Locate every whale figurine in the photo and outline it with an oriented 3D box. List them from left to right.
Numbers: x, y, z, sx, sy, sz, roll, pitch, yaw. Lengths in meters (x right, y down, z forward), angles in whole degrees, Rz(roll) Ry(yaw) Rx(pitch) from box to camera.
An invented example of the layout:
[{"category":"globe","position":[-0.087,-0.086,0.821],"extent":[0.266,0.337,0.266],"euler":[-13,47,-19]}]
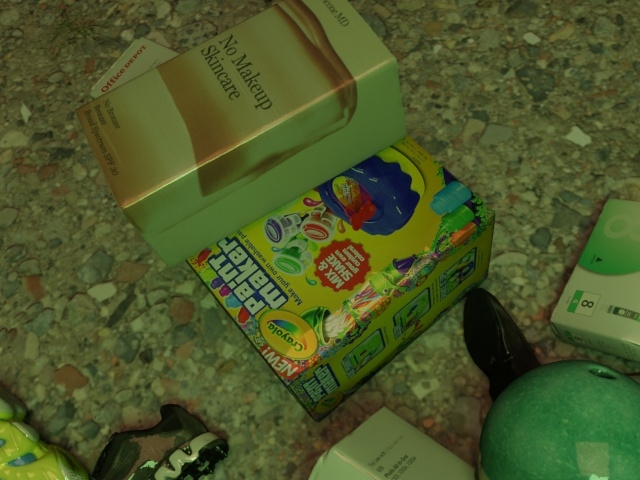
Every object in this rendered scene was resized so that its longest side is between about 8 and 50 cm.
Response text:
[{"category":"whale figurine","position":[0.268,0.175,0.555],"extent":[0.272,0.216,0.141],"euler":[4,104,8]}]

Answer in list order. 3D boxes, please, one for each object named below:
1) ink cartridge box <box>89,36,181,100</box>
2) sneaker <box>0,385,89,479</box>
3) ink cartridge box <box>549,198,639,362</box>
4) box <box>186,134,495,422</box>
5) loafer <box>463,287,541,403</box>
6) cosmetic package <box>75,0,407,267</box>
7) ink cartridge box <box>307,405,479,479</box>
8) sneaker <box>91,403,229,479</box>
[{"category":"ink cartridge box","position":[-0.228,-0.209,1.016],"extent":[0.175,0.072,0.127],"euler":[28,71,22]},{"category":"sneaker","position":[-0.387,0.252,0.797],"extent":[0.240,0.091,0.126],"euler":[34,74,22]},{"category":"ink cartridge box","position":[0.388,0.050,0.738],"extent":[0.224,0.056,0.181],"euler":[11,61,47]},{"category":"box","position":[0.000,0.000,0.812],"extent":[0.279,0.177,0.290],"euler":[-39,63,-10]},{"category":"loafer","position":[0.213,0.131,0.784],"extent":[0.061,0.062,0.170],"euler":[9,49,-29]},{"category":"cosmetic package","position":[-0.076,-0.122,0.715],"extent":[0.296,0.129,0.153],"euler":[-30,60,-6]},{"category":"ink cartridge box","position":[0.109,0.320,0.605],"extent":[0.289,0.121,0.211],"euler":[32,112,22]},{"category":"sneaker","position":[-0.222,0.274,0.768],"extent":[0.234,0.078,0.106],"euler":[-39,61,-15]}]
